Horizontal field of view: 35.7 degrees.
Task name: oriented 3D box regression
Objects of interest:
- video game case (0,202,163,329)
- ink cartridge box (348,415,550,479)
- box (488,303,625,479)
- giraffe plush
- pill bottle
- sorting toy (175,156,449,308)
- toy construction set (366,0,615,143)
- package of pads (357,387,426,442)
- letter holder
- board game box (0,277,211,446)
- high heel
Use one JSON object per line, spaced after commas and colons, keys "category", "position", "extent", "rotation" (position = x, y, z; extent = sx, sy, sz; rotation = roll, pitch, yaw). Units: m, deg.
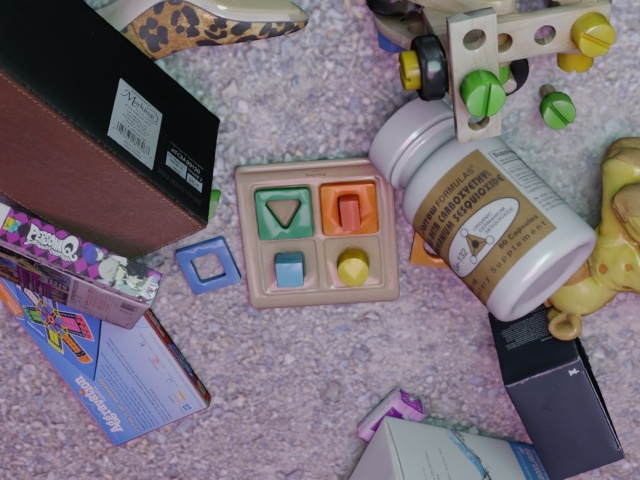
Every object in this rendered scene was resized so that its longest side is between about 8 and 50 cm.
{"category": "video game case", "position": [-0.281, 0.028, 1.054], "extent": [0.210, 0.232, 0.041], "rotation": [24, 74, -9]}
{"category": "ink cartridge box", "position": [0.164, 0.353, 1.243], "extent": [0.233, 0.168, 0.171], "rotation": [15, 118, -18]}
{"category": "box", "position": [0.274, 0.167, 1.168], "extent": [0.093, 0.158, 0.156], "rotation": [-23, 114, 13]}
{"category": "giraffe plush", "position": [0.310, 0.014, 1.089], "extent": [0.171, 0.181, 0.210], "rotation": [-22, 102, 25]}
{"category": "pill bottle", "position": [0.159, -0.039, 1.025], "extent": [0.229, 0.131, 0.131], "rotation": [49, 114, 22]}
{"category": "sorting toy", "position": [0.000, 0.000, 1.148], "extent": [0.348, 0.047, 0.195], "rotation": [-4, 117, 3]}
{"category": "toy construction set", "position": [0.187, -0.225, 0.887], "extent": [0.258, 0.237, 0.308], "rotation": [13, 125, -12]}
{"category": "package of pads", "position": [0.091, 0.231, 1.276], "extent": [0.050, 0.032, 0.083], "rotation": [33, 114, -19]}
{"category": "letter holder", "position": [-0.282, -0.109, 0.972], "extent": [0.214, 0.152, 0.302], "rotation": [-23, 136, 28]}
{"category": "board game box", "position": [-0.268, 0.125, 1.230], "extent": [0.145, 0.027, 0.281], "rotation": [-25, 115, 12]}
{"category": "high heel", "position": [-0.157, -0.207, 1.044], "extent": [0.261, 0.093, 0.186], "rotation": [7, 142, -17]}
